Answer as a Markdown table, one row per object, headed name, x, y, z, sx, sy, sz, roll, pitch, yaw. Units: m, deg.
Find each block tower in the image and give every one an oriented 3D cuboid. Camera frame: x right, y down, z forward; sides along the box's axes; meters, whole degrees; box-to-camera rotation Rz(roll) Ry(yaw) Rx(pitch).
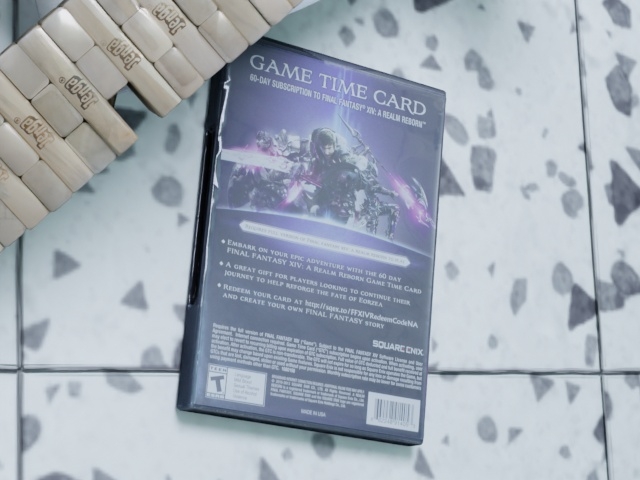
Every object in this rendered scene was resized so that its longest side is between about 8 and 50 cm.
| name | x | y | z | sx | sy | sz | roll | pitch | yaw |
| --- | --- | --- | --- | --- | --- | --- | --- | --- | --- |
| block tower | -0.141 | -0.098 | 0.956 | 0.335 | 0.091 | 0.097 | -42 | 103 | -3 |

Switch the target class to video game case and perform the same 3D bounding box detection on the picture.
| name | x | y | z | sx | sy | sz | roll | pitch | yaw |
| --- | --- | --- | --- | --- | --- | --- | --- | --- | --- |
| video game case | 0.000 | 0.000 | 1.152 | 0.196 | 0.026 | 0.274 | 13 | 73 | -30 |

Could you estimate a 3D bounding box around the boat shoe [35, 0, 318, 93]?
| name | x | y | z | sx | sy | sz | roll | pitch | yaw |
| --- | --- | --- | --- | --- | --- | --- | --- | --- | --- |
| boat shoe | -0.049 | -0.242 | 1.096 | 0.367 | 0.136 | 0.156 | -31 | 114 | -26 |
